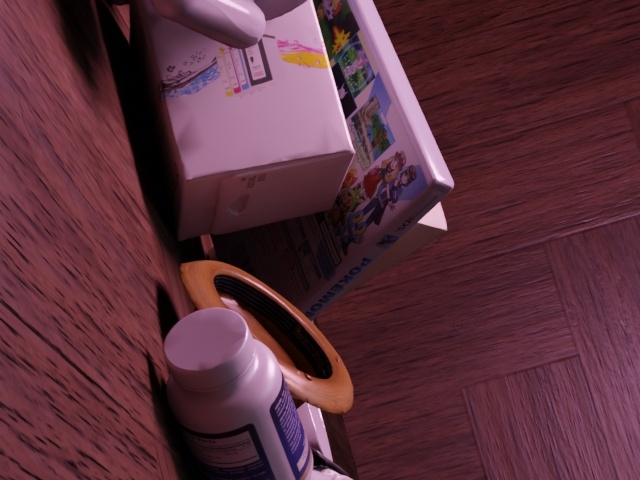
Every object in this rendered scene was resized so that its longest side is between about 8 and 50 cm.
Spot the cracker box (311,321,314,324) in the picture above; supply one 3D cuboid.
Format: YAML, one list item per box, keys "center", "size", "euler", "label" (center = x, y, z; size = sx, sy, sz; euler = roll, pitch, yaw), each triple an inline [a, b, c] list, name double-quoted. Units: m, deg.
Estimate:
- center: [-0.052, 0.100, 2.305]
  size: [0.232, 0.067, 0.155]
  euler: [69, 6, -55]
  label: "cracker box"

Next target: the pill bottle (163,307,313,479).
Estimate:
- center: [-0.069, 0.136, 1.393]
  size: [0.094, 0.094, 0.169]
  euler: [-103, 177, -49]
  label: "pill bottle"

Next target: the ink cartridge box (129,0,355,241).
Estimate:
- center: [-0.083, -0.144, 1.694]
  size: [0.171, 0.168, 0.232]
  euler: [110, -33, -70]
  label: "ink cartridge box"

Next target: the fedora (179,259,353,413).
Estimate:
- center: [-0.061, 0.101, 1.521]
  size: [0.194, 0.079, 0.194]
  euler: [37, 15, -12]
  label: "fedora"

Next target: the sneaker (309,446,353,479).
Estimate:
- center: [-0.011, 0.242, 1.497]
  size: [0.330, 0.146, 0.122]
  euler: [-105, 176, -56]
  label: "sneaker"

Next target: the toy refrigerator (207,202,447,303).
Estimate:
- center: [0.000, 0.000, 1.879]
  size: [0.094, 0.269, 0.102]
  euler: [13, 54, -45]
  label: "toy refrigerator"

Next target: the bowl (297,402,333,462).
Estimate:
- center: [-0.028, 0.229, 2.190]
  size: [0.142, 0.053, 0.142]
  euler: [70, 5, -59]
  label: "bowl"

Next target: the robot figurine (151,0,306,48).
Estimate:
- center: [-0.105, -0.313, 1.491]
  size: [0.353, 0.200, 0.300]
  euler: [18, 57, -50]
  label: "robot figurine"

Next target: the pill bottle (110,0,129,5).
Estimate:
- center: [-0.121, -0.319, 1.721]
  size: [0.121, 0.216, 0.121]
  euler: [-16, 90, -88]
  label: "pill bottle"

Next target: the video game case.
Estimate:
- center: [-0.018, -0.091, 1.833]
  size: [0.036, 0.300, 0.329]
  euler: [16, 41, -41]
  label: "video game case"
